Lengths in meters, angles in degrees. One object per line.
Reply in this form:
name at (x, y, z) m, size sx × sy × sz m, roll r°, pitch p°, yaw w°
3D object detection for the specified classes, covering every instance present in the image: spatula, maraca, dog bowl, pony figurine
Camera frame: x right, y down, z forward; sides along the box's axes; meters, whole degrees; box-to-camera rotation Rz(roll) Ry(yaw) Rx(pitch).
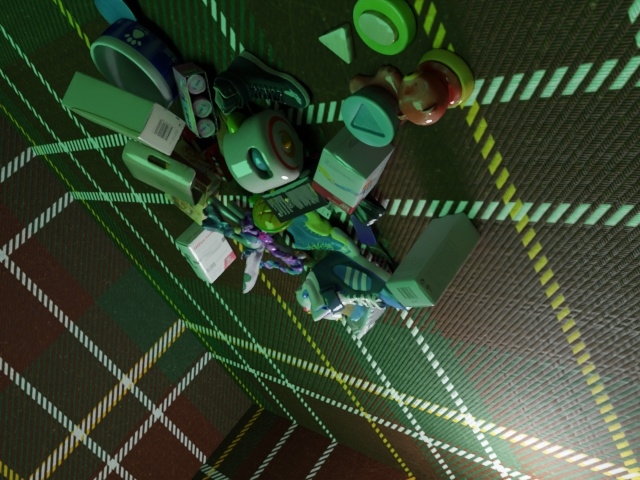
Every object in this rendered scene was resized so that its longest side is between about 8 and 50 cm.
spatula at (0.180, 0.045, 1.855) m, size 0.296 × 0.030 × 0.084 m, roll 52°, pitch 158°, yaw -21°
maraca at (-0.140, -0.096, 1.852) m, size 0.099 × 0.127 × 0.186 m, roll 69°, pitch 174°, yaw -52°
dog bowl at (-0.519, -0.495, 1.845) m, size 0.265 × 0.104 × 0.265 m, roll 29°, pitch 159°, yaw 12°
pony figurine at (-0.209, -0.011, 2.086) m, size 0.363 × 0.303 × 0.351 m, roll 31°, pitch -175°, yaw 12°

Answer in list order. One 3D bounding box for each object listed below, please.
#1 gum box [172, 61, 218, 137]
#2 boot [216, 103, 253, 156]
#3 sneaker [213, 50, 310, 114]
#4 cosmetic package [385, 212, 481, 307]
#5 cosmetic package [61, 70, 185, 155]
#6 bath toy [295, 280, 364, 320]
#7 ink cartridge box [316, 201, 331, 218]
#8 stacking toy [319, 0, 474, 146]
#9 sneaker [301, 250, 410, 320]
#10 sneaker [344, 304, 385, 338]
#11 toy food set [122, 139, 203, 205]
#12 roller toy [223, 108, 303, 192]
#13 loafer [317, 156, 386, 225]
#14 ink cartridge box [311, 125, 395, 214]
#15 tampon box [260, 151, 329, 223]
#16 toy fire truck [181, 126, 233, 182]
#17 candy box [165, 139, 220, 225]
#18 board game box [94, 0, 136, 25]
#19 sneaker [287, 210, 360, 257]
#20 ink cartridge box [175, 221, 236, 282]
gum box at (-0.345, -0.385, 1.784) m, size 0.107 × 0.062 × 0.188 m, roll 44°, pitch 149°, yaw 48°
boot at (-0.180, -0.274, 1.795) m, size 0.283 × 0.109 × 0.220 m, roll 40°, pitch 151°, yaw 19°
sneaker at (-0.153, -0.349, 1.555) m, size 0.226 × 0.163 × 0.086 m, roll 32°, pitch 151°, yaw 15°
cosmetic package at (0.267, 0.046, 1.513) m, size 0.085 × 0.231 × 0.117 m, roll 49°, pitch 153°, yaw -16°
cosmetic package at (-0.560, -0.362, 1.834) m, size 0.309 × 0.113 × 0.160 m, roll 24°, pitch 178°, yaw 24°
bath toy at (0.024, 0.202, 2.158) m, size 0.129 × 0.151 × 0.348 m, roll 53°, pitch 158°, yaw -13°
ink cartridge box at (0.002, -0.104, 1.869) m, size 0.083 × 0.028 × 0.048 m, roll 38°, pitch 154°, yaw 8°
stacking toy at (0.110, -0.321, 1.278) m, size 0.279 × 0.130 × 0.309 m, roll 48°, pitch 153°, yaw -15°
sneaker at (0.091, 0.173, 1.894) m, size 0.322 × 0.236 × 0.130 m, roll 36°, pitch 170°, yaw 31°
sneaker at (0.131, 0.240, 2.142) m, size 0.115 × 0.105 × 0.281 m, roll 43°, pitch 151°, yaw 12°
toy food set at (-0.477, -0.214, 2.002) m, size 0.219 × 0.092 × 0.306 m, roll 26°, pitch 169°, yaw -2°
roller toy at (-0.136, -0.226, 1.630) m, size 0.146 × 0.191 × 0.209 m, roll -18°, pitch 161°, yaw 28°
loafer at (0.082, -0.141, 1.673) m, size 0.078 × 0.076 × 0.223 m, roll -39°, pitch 93°, yaw 27°
ink cartridge box at (0.075, -0.178, 1.546) m, size 0.127 × 0.128 × 0.176 m, roll 37°, pitch 154°, yaw 8°
tampon box at (-0.057, -0.141, 1.721) m, size 0.161 × 0.120 × 0.101 m, roll -20°, pitch 122°, yaw 29°
toy fire truck at (-0.360, -0.278, 2.070) m, size 0.135 × 0.047 × 0.192 m, roll 22°, pitch 149°, yaw 35°
candy box at (-0.453, -0.196, 2.271) m, size 0.183 × 0.087 × 0.316 m, roll 38°, pitch 153°, yaw 4°
board game box at (-0.560, -0.644, 1.786) m, size 0.133 × 0.033 × 0.168 m, roll 42°, pitch 157°, yaw -12°
sneaker at (0.000, 0.000, 1.908) m, size 0.240 × 0.126 × 0.091 m, roll 40°, pitch -176°, yaw 19°
ink cartridge box at (-0.452, 0.035, 2.546) m, size 0.092 × 0.158 × 0.218 m, roll 20°, pitch 146°, yaw 37°
